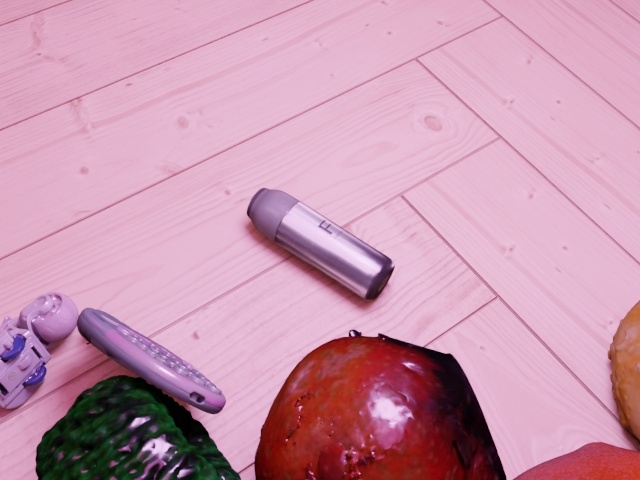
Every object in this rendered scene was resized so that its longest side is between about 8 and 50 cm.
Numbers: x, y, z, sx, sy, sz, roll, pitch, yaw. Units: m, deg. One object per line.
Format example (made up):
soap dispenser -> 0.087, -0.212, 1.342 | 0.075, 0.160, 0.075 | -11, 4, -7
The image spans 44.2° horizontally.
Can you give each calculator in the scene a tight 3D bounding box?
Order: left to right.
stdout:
calculator -> -0.232, 0.157, 1.052 | 0.299, 0.185, 0.041 | 19, 75, 51

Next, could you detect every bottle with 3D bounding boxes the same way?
bottle -> 0.000, 0.000, 1.265 | 0.253, 0.079, 0.096 | 32, 20, 15

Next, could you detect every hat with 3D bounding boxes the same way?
hat -> -0.263, 0.348, 0.938 | 0.332, 0.242, 0.274 | -43, 43, -5

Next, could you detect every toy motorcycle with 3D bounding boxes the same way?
toy motorcycle -> -0.445, 0.170, 1.097 | 0.112, 0.112, 0.254 | 30, 57, 14

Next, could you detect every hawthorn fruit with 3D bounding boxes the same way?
hawthorn fruit -> 0.074, 0.263, 0.968 | 0.316, 0.316, 0.316 | 3, 55, -4

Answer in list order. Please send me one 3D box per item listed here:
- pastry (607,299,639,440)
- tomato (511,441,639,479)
pastry -> 0.570, 0.191, 1.127 | 0.284, 0.184, 0.316 | 5, 56, -2
tomato -> 0.308, 0.372, 0.821 | 0.321, 0.321, 0.321 | 3, 55, -4
